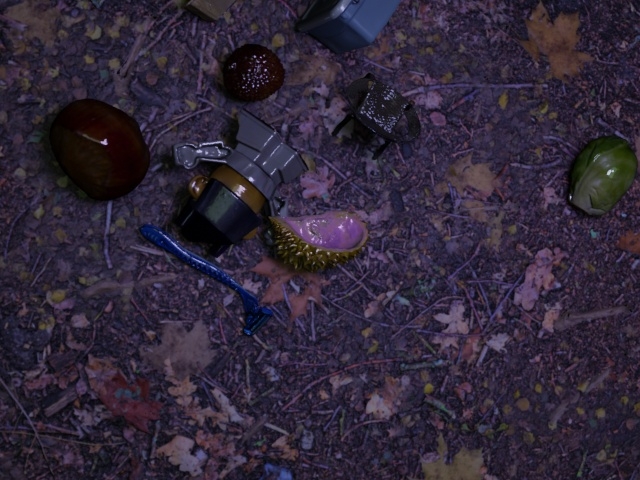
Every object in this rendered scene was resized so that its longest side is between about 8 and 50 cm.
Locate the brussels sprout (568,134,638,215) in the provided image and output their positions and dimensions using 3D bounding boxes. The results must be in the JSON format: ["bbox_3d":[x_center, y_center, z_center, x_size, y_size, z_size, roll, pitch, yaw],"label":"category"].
[{"bbox_3d":[0.634,-0.151,1.642,0.131,0.145,0.183,33,76,19],"label":"brussels sprout"}]

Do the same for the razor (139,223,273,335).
[{"bbox_3d":[-0.237,0.066,1.520,0.324,0.093,0.056,40,42,-3],"label":"razor"}]

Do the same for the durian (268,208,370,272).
[{"bbox_3d":[-0.001,0.000,1.508,0.165,0.182,0.132,-3,88,31],"label":"durian"}]

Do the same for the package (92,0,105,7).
[{"bbox_3d":[-0.428,-0.523,1.520,0.110,0.015,0.037,-34,89,-11],"label":"package"}]

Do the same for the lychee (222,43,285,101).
[{"bbox_3d":[-0.136,-0.346,1.517,0.129,0.123,0.123,13,86,-18],"label":"lychee"}]

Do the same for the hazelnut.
[{"bbox_3d":[-0.436,-0.175,1.449,0.170,0.160,0.202,-19,129,2],"label":"hazelnut"}]

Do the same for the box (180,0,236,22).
[{"bbox_3d":[-0.214,-0.536,1.517,0.111,0.111,0.177,40,82,-7],"label":"box"}]

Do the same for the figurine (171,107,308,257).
[{"bbox_3d":[-0.170,-0.106,1.489,0.308,0.143,0.308,1,85,-11],"label":"figurine"}]

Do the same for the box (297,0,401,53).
[{"bbox_3d":[0.058,-0.483,1.509,0.130,0.227,0.162,38,81,-23],"label":"box"}]

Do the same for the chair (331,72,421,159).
[{"bbox_3d":[0.121,-0.262,1.515,0.174,0.213,0.149,31,89,-9],"label":"chair"}]
